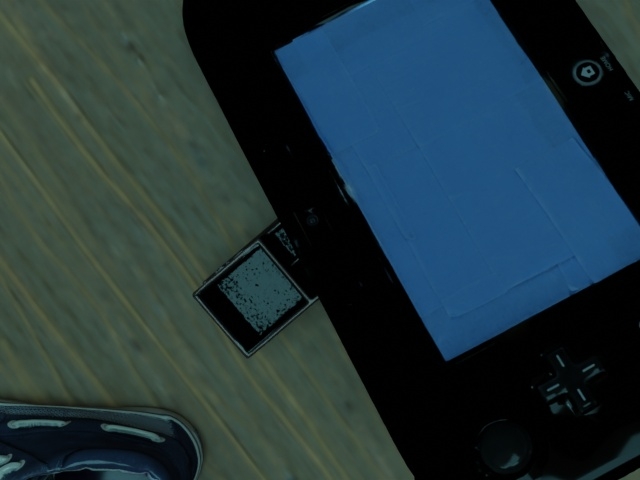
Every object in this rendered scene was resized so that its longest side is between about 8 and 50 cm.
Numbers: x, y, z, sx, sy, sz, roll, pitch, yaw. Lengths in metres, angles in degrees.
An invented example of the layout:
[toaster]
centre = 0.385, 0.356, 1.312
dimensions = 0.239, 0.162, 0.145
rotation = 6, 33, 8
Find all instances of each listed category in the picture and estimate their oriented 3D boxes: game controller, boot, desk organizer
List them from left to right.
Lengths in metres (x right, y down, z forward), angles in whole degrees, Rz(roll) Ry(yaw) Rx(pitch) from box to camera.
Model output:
[boot]
centre = -0.159, 0.117, 0.651
dimensions = 0.190, 0.086, 0.069
rotation = -6, 94, 5
[desk organizer]
centre = 0.000, 0.000, 0.647
dimensions = 0.130, 0.050, 0.047
rotation = -41, 91, 6
[game controller]
centre = 0.061, -0.037, 0.577
dimensions = 0.166, 0.067, 0.319
rotation = -32, 65, 8
